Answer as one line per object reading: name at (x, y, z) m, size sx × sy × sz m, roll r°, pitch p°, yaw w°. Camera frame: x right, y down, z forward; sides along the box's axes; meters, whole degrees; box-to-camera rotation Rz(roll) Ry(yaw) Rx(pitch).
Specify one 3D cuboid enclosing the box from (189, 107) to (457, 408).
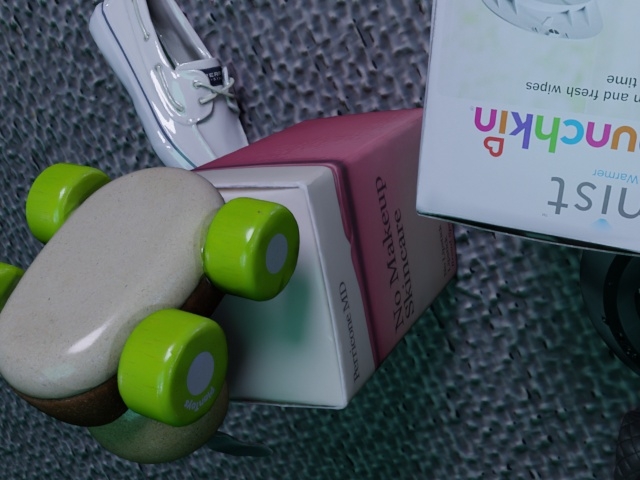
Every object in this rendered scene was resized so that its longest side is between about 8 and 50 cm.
box at (0.000, 0.000, 0.576) m, size 0.127 × 0.232 × 0.148 m, roll -2°, pitch 109°, yaw 28°

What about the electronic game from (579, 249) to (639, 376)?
electronic game at (0.292, 0.040, 0.531) m, size 0.229 × 0.048 × 0.229 m, roll 20°, pitch 135°, yaw 21°

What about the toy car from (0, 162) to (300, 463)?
toy car at (-0.090, 0.066, 0.458) m, size 0.155 × 0.149 × 0.188 m, roll 12°, pitch 142°, yaw 27°

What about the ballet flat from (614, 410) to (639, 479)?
ballet flat at (0.255, 0.218, 0.652) m, size 0.049 × 0.058 × 0.173 m, roll -134°, pitch 47°, yaw -54°

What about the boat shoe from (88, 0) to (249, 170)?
boat shoe at (-0.113, -0.126, 0.672) m, size 0.076 × 0.083 × 0.226 m, roll -38°, pitch 89°, yaw 33°

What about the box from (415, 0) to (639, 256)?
box at (0.152, -0.146, 0.428) m, size 0.127 × 0.262 × 0.231 m, roll 11°, pitch 113°, yaw 22°
